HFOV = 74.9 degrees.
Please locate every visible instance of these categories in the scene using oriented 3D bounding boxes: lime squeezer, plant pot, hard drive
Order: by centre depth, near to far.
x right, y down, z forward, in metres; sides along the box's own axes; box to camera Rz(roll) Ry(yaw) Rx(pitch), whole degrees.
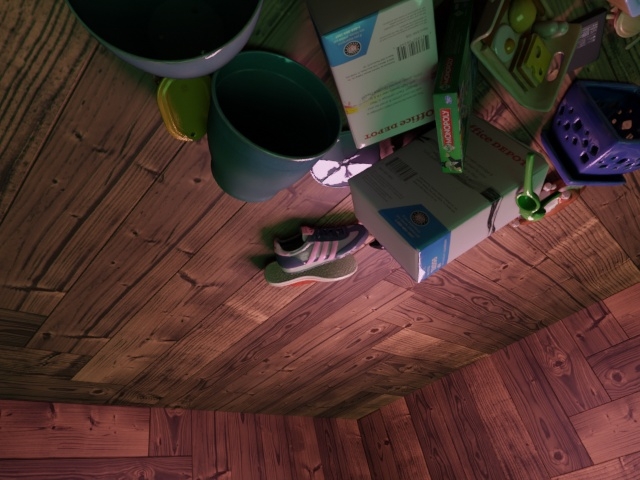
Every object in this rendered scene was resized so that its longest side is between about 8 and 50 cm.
[{"bbox_3d":[-0.236,-0.390,0.686,0.290,0.290,0.195,-8,179,-9],"label":"plant pot"},{"bbox_3d":[-0.131,-0.221,0.927,0.272,0.271,0.255,6,153,-25],"label":"plant pot"},{"bbox_3d":[0.507,-0.102,0.975,0.310,0.059,0.110,17,118,-49],"label":"lime squeezer"},{"bbox_3d":[0.644,-0.486,1.029,0.094,0.022,0.135,-23,142,10],"label":"hard drive"},{"bbox_3d":[0.788,-0.285,1.173,0.236,0.236,0.212,-2,148,-15],"label":"plant pot"}]

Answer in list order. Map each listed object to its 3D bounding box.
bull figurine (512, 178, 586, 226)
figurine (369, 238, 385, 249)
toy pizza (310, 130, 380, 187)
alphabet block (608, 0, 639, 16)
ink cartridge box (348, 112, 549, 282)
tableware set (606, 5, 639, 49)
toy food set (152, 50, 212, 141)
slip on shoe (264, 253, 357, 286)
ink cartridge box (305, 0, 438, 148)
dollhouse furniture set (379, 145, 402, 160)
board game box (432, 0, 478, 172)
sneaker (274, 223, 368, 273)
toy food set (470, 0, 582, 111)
[{"bbox_3d":[0.783,-0.147,1.418,0.188,0.101,0.310,-8,152,-43],"label":"bull figurine"},{"bbox_3d":[0.305,-0.026,1.455,0.209,0.092,0.215,12,134,-25],"label":"figurine"},{"bbox_3d":[0.067,-0.226,1.157,0.201,0.032,0.201,-10,143,-8],"label":"toy pizza"},{"bbox_3d":[0.571,-0.572,0.753,0.193,0.197,0.192,25,128,-40],"label":"alphabet block"},{"bbox_3d":[0.317,-0.124,1.076,0.395,0.285,0.166,-31,144,-10],"label":"ink cartridge box"},{"bbox_3d":[0.771,-0.561,0.967,0.194,0.039,0.128,-39,125,20],"label":"tableware set"},{"bbox_3d":[-0.297,-0.320,0.895,0.128,0.071,0.218,-30,150,-21],"label":"toy food set"},{"bbox_3d":[-0.034,0.103,1.489,0.331,0.123,0.101,-10,164,-7],"label":"slip on shoe"},{"bbox_3d":[0.113,-0.372,0.849,0.198,0.197,0.270,-20,142,7],"label":"ink cartridge box"},{"bbox_3d":[0.187,-0.211,1.224,0.076,0.058,0.152,0,160,-31],"label":"dollhouse furniture set"},{"bbox_3d":[0.292,-0.333,0.880,0.046,0.317,0.213,5,149,24],"label":"board game box"},{"bbox_3d":[0.000,0.000,1.364,0.319,0.112,0.131,-23,125,-1],"label":"sneaker"},{"bbox_3d":[0.446,-0.438,0.868,0.306,0.092,0.219,22,89,-38],"label":"toy food set"}]
